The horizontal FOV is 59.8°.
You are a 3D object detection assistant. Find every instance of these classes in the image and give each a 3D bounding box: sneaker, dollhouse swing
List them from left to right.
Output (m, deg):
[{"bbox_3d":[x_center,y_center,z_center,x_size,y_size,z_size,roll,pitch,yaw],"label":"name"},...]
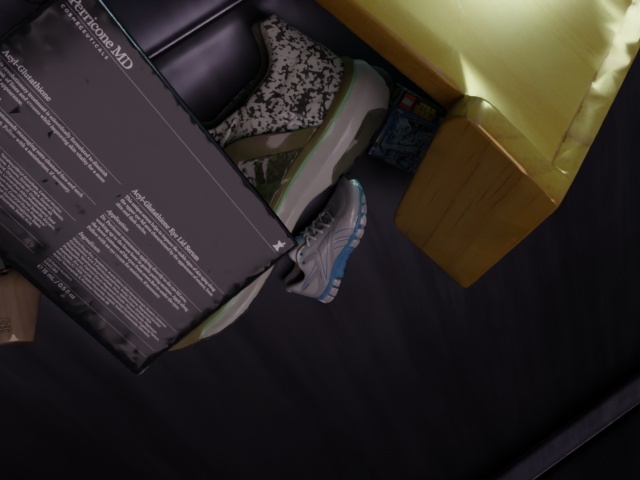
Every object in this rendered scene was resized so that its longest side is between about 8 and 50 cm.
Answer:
[{"bbox_3d":[-0.110,-0.066,0.615,0.182,0.158,0.410,34,94,-26],"label":"sneaker"},{"bbox_3d":[0.000,0.000,0.739,0.082,0.071,0.191,8,115,-23],"label":"sneaker"},{"bbox_3d":[0.145,-0.202,0.596,0.347,0.304,0.315,-56,173,-22],"label":"dollhouse swing"}]

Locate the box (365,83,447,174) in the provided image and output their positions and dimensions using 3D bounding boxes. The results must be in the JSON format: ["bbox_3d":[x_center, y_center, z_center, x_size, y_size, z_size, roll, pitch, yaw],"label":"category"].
[{"bbox_3d":[0.132,-0.137,0.743,0.137,0.027,0.094,19,111,-33],"label":"box"}]

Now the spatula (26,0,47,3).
[{"bbox_3d":[-0.321,-0.243,0.380,0.296,0.030,0.084,26,107,-8],"label":"spatula"}]

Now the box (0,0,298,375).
[{"bbox_3d":[-0.172,-0.046,0.469,0.184,0.103,0.261,-37,115,0],"label":"box"}]

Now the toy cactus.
[{"bbox_3d":[-0.299,0.009,0.542,0.218,0.181,0.112,-5,165,-17],"label":"toy cactus"}]
